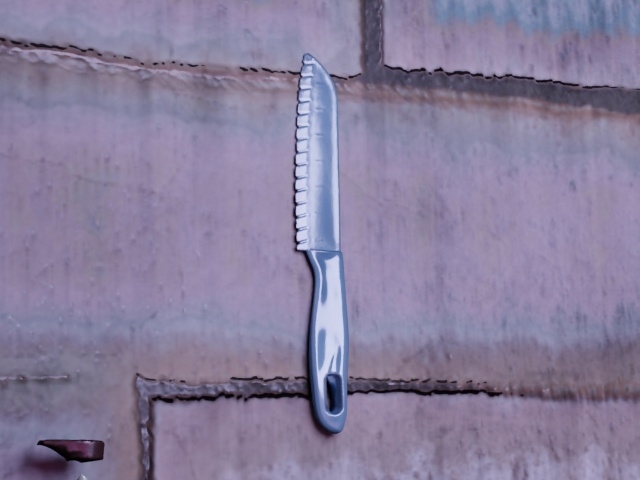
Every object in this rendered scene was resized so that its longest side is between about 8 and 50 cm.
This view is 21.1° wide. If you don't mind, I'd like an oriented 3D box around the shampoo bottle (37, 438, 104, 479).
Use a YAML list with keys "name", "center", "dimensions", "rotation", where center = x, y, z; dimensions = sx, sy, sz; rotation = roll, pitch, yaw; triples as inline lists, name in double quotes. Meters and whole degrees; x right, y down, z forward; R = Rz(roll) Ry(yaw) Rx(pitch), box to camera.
- name: "shampoo bottle"
  center: [-0.176, 0.261, 1.235]
  dimensions: [0.068, 0.067, 0.236]
  rotation: [12, 74, -45]

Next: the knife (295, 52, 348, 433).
- name: "knife"
  center: [0.000, 0.000, 1.397]
  dimensions: [0.044, 0.019, 0.313]
  rotation: [4, 78, -24]
